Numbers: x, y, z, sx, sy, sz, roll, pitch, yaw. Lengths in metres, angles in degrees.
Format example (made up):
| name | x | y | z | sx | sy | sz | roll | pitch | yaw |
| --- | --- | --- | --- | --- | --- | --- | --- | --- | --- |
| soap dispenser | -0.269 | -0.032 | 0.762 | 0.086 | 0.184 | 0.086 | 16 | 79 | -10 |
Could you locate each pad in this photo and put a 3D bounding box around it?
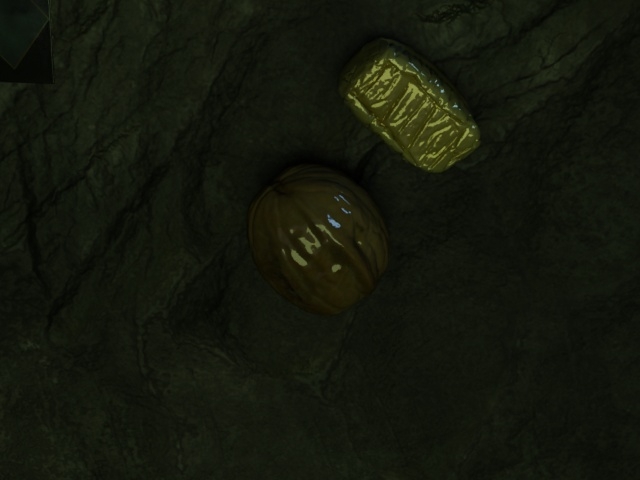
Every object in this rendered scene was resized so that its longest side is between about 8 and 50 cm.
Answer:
| name | x | y | z | sx | sy | sz | roll | pitch | yaw |
| --- | --- | --- | --- | --- | --- | --- | --- | --- | --- |
| pad | -0.546 | -0.330 | 1.710 | 0.243 | 0.004 | 0.163 | 3 | 117 | 0 |

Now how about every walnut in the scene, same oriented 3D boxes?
| name | x | y | z | sx | sy | sz | roll | pitch | yaw |
| --- | --- | --- | --- | --- | --- | --- | --- | --- | --- |
| walnut | 0.000 | 0.000 | 1.753 | 0.225 | 0.225 | 0.261 | -34 | 117 | 17 |

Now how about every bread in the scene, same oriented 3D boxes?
| name | x | y | z | sx | sy | sz | roll | pitch | yaw |
| --- | --- | --- | --- | --- | --- | --- | --- | --- | --- |
| bread | 0.140 | -0.213 | 1.697 | 0.236 | 0.106 | 0.140 | 40 | 110 | -18 |
